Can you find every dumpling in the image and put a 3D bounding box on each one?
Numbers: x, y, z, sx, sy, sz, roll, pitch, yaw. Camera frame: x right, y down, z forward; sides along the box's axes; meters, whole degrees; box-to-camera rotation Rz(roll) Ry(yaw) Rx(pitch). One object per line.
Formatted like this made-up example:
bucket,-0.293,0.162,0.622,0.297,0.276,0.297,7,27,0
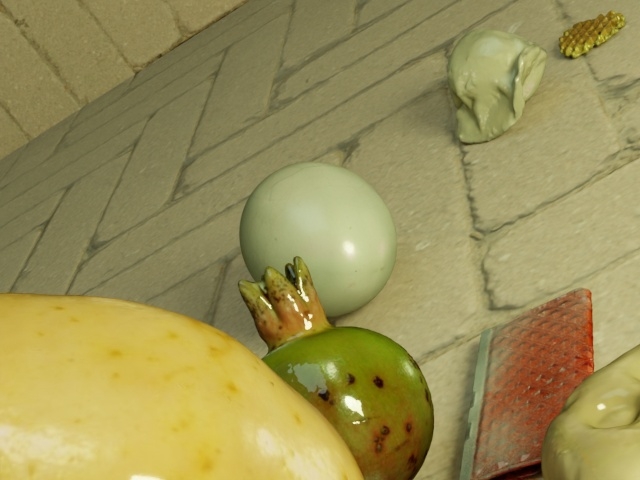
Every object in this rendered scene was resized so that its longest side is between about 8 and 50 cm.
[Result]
dumpling,0.193,-0.174,1.460,0.169,0.100,0.134,26,101,49

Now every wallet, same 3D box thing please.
wallet,0.159,0.110,0.958,0.103,0.020,0.196,-27,21,24

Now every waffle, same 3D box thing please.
waffle,0.319,-0.244,1.499,0.085,0.016,0.078,-26,26,25

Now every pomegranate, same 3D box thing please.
pomegranate,-0.157,0.201,0.712,0.412,0.411,0.411,-31,21,13
pomegranate,-0.001,0.115,0.956,0.159,0.205,0.159,-23,-7,-3

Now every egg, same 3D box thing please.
egg,0.000,0.000,1.266,0.151,0.151,0.209,-39,25,-8

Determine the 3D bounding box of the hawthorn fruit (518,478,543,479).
hawthorn fruit,0.134,0.211,0.511,0.272,0.241,0.242,-1,12,-18

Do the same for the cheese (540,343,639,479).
cheese,0.233,0.120,0.679,0.218,0.117,0.235,-27,20,19
